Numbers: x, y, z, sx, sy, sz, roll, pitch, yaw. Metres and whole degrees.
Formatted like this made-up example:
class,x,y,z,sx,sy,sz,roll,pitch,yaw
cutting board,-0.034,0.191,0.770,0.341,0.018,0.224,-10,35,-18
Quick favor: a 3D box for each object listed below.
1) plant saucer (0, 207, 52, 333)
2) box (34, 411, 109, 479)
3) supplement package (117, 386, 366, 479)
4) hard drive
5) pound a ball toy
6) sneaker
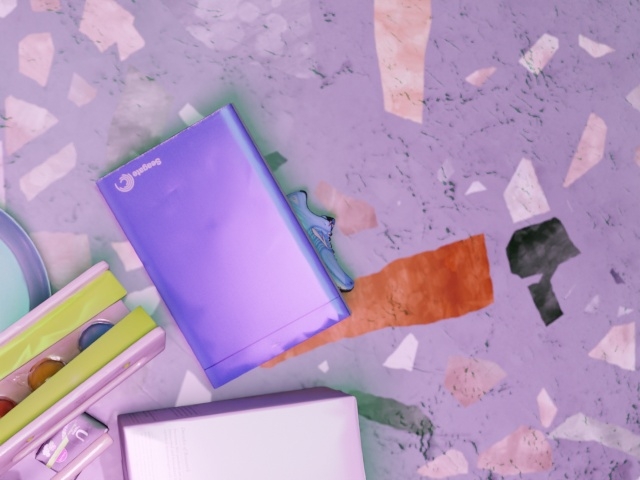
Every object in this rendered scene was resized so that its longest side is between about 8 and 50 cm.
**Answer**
class,x,y,z,sx,sy,sz,roll,pitch,yaw
plant saucer,-0.506,0.087,1.627,0.318,0.044,0.317,1,87,-11
box,-0.323,0.262,1.649,0.062,0.052,0.083,34,79,-7
supplement package,-0.103,0.296,1.628,0.293,0.177,0.175,-7,88,-11
hard drive,-0.128,0.009,1.678,0.210,0.040,0.318,-29,93,9
pound a ball toy,-0.328,0.208,1.561,0.319,0.136,0.208,-39,80,-20
sneaker,0.000,0.000,1.727,0.073,0.063,0.162,-37,95,-15
